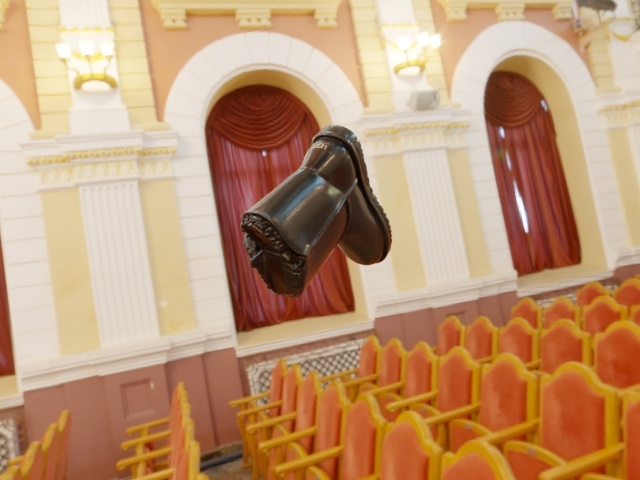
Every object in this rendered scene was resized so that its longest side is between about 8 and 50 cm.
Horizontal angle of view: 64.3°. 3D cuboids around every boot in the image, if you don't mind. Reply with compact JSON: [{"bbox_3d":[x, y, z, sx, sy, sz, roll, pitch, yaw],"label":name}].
[{"bbox_3d":[0.000,0.000,0.679,0.094,0.246,0.207,13,51,33],"label":"boot"}]
